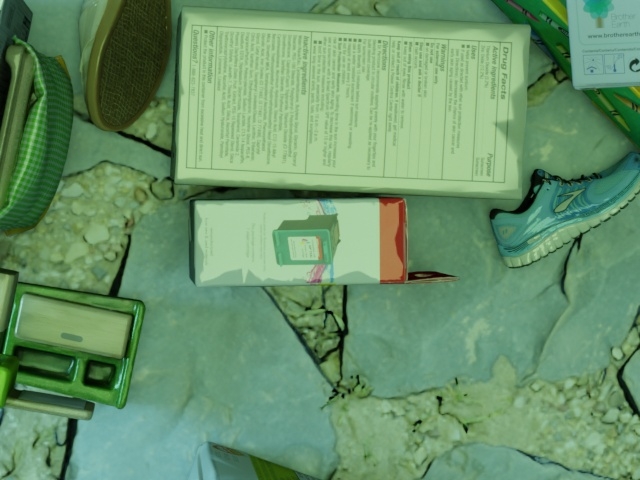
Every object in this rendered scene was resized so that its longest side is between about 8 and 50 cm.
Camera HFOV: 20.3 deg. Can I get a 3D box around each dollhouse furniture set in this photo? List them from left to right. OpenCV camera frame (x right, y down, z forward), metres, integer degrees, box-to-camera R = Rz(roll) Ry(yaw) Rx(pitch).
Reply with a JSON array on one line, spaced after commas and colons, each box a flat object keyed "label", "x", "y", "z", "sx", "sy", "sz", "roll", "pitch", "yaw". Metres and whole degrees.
[{"label": "dollhouse furniture set", "x": -0.214, "y": -0.008, "z": 1.536, "sx": 0.151, "sy": 0.197, "sz": 0.301, "roll": 12, "pitch": 91, "yaw": -5}]

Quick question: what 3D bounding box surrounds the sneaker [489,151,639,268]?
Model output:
[{"label": "sneaker", "x": 0.228, "y": -0.041, "z": 1.650, "sx": 0.162, "sy": 0.063, "sz": 0.073, "roll": -31, "pitch": 92, "yaw": -4}]

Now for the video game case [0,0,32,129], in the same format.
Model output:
[{"label": "video game case", "x": -0.304, "y": -0.092, "z": 1.488, "sx": 0.061, "sy": 0.269, "sz": 0.244, "roll": 13, "pitch": 90, "yaw": -5}]

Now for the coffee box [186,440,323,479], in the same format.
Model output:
[{"label": "coffee box", "x": 0.006, "y": 0.401, "z": 1.504, "sx": 0.334, "sy": 0.338, "sz": 0.338, "roll": 20, "pitch": 90, "yaw": -7}]

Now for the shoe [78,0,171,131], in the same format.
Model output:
[{"label": "shoe", "x": -0.175, "y": -0.207, "z": 1.610, "sx": 0.076, "sy": 0.058, "sz": 0.219, "roll": 8, "pitch": 96, "yaw": -37}]

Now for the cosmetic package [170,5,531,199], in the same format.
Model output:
[{"label": "cosmetic package", "x": 0.023, "y": -0.121, "z": 1.601, "sx": 0.309, "sy": 0.113, "sz": 0.160, "roll": 3, "pitch": 92, "yaw": -7}]

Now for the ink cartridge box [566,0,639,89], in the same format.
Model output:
[{"label": "ink cartridge box", "x": 0.290, "y": -0.284, "z": 1.470, "sx": 0.185, "sy": 0.065, "sz": 0.311, "roll": 0, "pitch": 110, "yaw": 24}]

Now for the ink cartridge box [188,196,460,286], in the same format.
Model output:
[{"label": "ink cartridge box", "x": 0.000, "y": 0.000, "z": 1.591, "sx": 0.231, "sy": 0.134, "sz": 0.078, "roll": -1, "pitch": 92, "yaw": -7}]

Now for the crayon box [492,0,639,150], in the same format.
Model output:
[{"label": "crayon box", "x": 0.284, "y": -0.217, "z": 1.624, "sx": 0.278, "sy": 0.081, "sz": 0.165, "roll": 45, "pitch": 75, "yaw": -5}]
